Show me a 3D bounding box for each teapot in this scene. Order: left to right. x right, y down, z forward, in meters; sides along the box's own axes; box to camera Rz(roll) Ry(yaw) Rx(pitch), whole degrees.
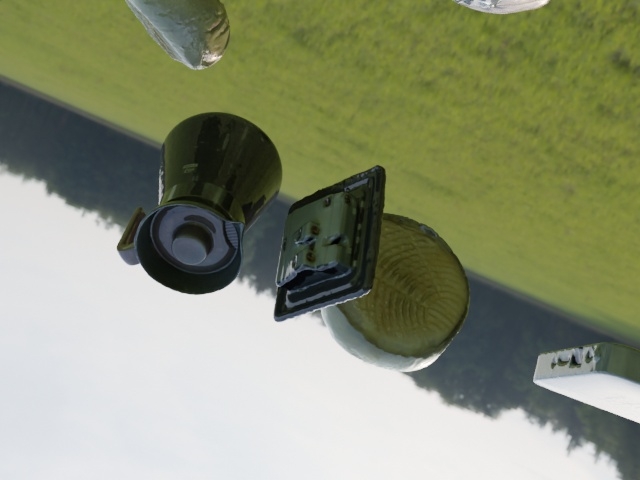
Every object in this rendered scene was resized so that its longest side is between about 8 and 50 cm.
[{"bbox_3d":[-0.236,-0.070,1.715,0.253,0.300,0.344,62,-159,-27],"label":"teapot"}]

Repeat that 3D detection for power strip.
[{"bbox_3d":[-0.002,0.000,1.592,0.092,0.257,0.251,24,148,-29],"label":"power strip"}]

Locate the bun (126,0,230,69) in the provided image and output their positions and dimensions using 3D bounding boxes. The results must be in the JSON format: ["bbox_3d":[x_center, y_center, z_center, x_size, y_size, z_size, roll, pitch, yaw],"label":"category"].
[{"bbox_3d":[-0.262,-0.435,1.634,0.244,0.153,0.244,45,172,8],"label":"bun"}]

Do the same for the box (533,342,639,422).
[{"bbox_3d":[0.680,0.312,1.885,0.372,0.091,0.367,22,164,-7],"label":"box"}]

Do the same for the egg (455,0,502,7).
[{"bbox_3d":[0.286,-0.535,1.607,0.183,0.217,0.183,14,-169,-3],"label":"egg"}]

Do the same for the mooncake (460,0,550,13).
[{"bbox_3d":[0.425,-0.652,2.110,0.325,0.174,0.333,6,-179,43],"label":"mooncake"}]

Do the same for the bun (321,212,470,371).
[{"bbox_3d":[0.148,0.129,1.998,0.364,0.364,0.202,23,144,-12],"label":"bun"}]
